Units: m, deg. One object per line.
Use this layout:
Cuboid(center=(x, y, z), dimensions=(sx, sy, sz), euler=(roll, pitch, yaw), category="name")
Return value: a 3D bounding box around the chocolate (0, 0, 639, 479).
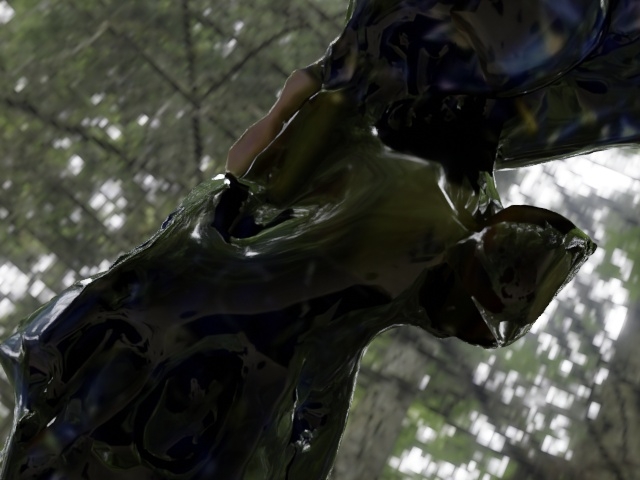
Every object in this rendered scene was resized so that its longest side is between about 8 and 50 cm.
Cuboid(center=(-0.001, 0.005, 0.427), dimensions=(0.126, 0.343, 0.148), euler=(47, -11, -30), category="chocolate")
